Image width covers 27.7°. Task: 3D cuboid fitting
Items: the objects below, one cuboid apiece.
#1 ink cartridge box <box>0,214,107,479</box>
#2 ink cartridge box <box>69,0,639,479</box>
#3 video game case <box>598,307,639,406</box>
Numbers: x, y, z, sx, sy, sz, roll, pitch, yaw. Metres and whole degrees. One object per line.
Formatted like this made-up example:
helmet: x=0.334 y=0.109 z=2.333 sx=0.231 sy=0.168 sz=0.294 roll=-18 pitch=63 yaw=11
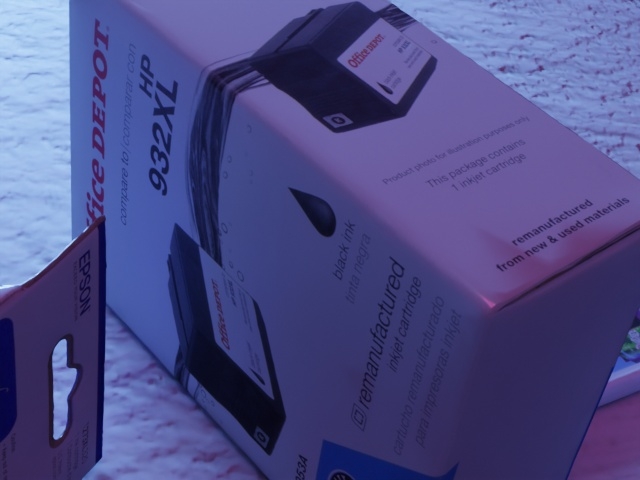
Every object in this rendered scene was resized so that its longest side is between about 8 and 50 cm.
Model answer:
ink cartridge box: x=-0.216 y=0.141 z=0.515 sx=0.069 sy=0.175 sz=0.371 roll=26 pitch=43 yaw=18
ink cartridge box: x=0.000 y=0.000 z=0.681 sx=0.129 sy=0.223 sz=0.307 roll=-25 pitch=52 yaw=-33
video game case: x=0.148 y=0.029 z=0.831 sx=0.201 sy=0.023 sz=0.183 roll=-15 pitch=47 yaw=-28
